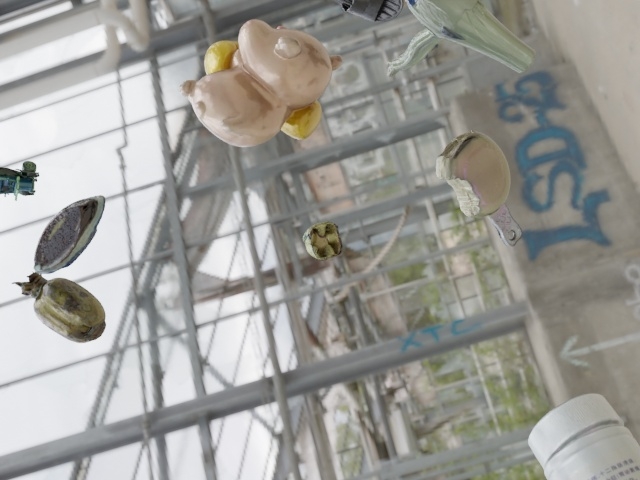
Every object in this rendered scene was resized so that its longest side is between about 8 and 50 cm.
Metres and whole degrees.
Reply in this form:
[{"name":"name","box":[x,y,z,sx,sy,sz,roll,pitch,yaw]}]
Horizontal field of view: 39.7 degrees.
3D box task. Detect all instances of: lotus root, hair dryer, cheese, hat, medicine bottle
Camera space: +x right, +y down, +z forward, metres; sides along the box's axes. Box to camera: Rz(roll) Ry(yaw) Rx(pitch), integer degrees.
[{"name":"lotus root","box":[-0.718,0.177,2.461,0.278,0.154,0.154,32,-174,2]},{"name":"hair dryer","box":[0.304,-0.414,1.895,0.298,0.296,0.119,104,-175,-61]},{"name":"cheese","box":[0.364,-0.102,1.947,0.286,0.163,0.082,56,157,-21]},{"name":"hat","box":[0.001,0.000,1.862,0.059,0.076,0.077,6,112,58]},{"name":"medicine bottle","box":[0.559,0.481,1.719,0.190,0.190,0.332,64,180,-54]}]

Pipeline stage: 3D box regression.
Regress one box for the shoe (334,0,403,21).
[{"name":"shoe","box":[0.048,-0.381,1.381,0.053,0.159,0.062,-57,-9,-54]}]

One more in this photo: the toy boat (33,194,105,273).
[{"name":"toy boat","box":[-0.648,-0.014,2.306,0.114,0.262,0.115,42,-166,10]}]

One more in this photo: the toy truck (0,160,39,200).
[{"name":"toy truck","box":[-0.671,-0.117,1.855,0.080,0.154,0.078,-65,36,38]}]

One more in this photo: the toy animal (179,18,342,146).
[{"name":"toy animal","box":[-0.121,-0.362,1.854,0.345,0.247,0.277,-19,-114,-49]}]
